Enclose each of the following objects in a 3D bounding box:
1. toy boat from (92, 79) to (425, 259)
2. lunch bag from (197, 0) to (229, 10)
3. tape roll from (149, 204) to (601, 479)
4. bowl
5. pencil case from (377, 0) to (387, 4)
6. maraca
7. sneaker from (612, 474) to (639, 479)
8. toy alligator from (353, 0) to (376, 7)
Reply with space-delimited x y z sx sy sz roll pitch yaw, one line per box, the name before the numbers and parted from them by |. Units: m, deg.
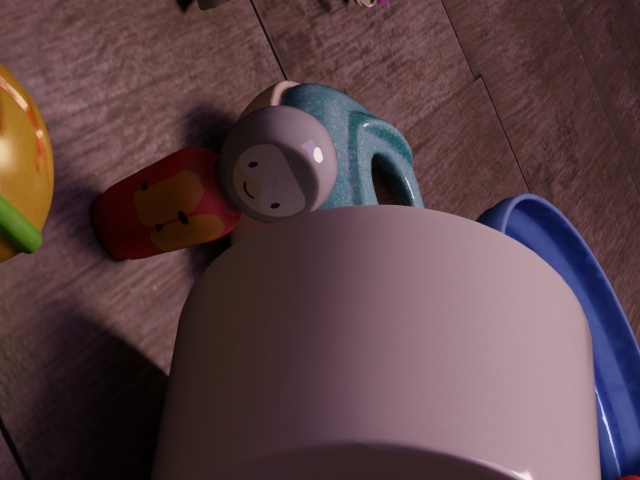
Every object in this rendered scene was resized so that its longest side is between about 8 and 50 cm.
toy boat | 0.000 0.000 1.057 0.318 0.148 0.267 25 49 -59
lunch bag | -0.002 -0.334 1.134 0.235 0.287 0.169 60 21 -23
tape roll | 0.031 0.123 0.903 0.246 0.246 0.169 52 28 -35
bowl | 0.206 0.155 1.414 0.391 0.077 0.391 46 33 -42
pencil case | 0.018 -0.278 1.431 0.151 0.064 0.070 51 14 -36
maraca | -0.174 -0.037 0.745 0.127 0.099 0.186 45 -7 -1
sneaker | 0.132 0.179 1.170 0.221 0.087 0.128 -20 83 -28
toy alligator | -0.016 -0.259 1.364 0.051 0.056 0.189 35 -8 46
